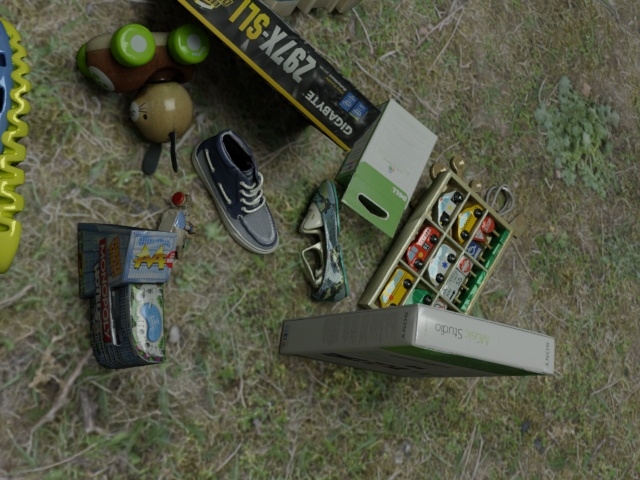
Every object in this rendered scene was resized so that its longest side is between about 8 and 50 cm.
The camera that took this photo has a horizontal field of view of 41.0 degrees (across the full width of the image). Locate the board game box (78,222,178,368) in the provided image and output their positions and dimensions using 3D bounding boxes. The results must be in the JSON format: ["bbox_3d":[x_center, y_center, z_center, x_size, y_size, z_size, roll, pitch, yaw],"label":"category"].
[{"bbox_3d":[-0.236,0.056,1.042,0.060,0.194,0.194,2,78,-33],"label":"board game box"}]

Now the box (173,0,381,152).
[{"bbox_3d":[-0.080,-0.269,1.179,0.322,0.257,0.079,40,93,-20],"label":"box"}]

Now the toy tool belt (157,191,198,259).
[{"bbox_3d":[-0.194,-0.020,1.180,0.051,0.052,0.083,42,59,-55],"label":"toy tool belt"}]

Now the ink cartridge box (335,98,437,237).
[{"bbox_3d":[0.098,-0.111,1.372,0.109,0.062,0.209,36,63,-21],"label":"ink cartridge box"}]

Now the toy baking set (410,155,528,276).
[{"bbox_3d":[0.267,-0.037,1.485,0.256,0.030,0.196,30,65,-24],"label":"toy baking set"}]

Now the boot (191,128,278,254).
[{"bbox_3d":[-0.108,-0.065,1.215,0.069,0.086,0.190,-42,103,-32],"label":"boot"}]

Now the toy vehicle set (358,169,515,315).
[{"bbox_3d":[0.193,0.041,1.388,0.166,0.035,0.267,39,73,-20],"label":"toy vehicle set"}]

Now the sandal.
[{"bbox_3d":[-0.420,-0.123,1.010,0.138,0.126,0.317,6,75,-28],"label":"sandal"}]

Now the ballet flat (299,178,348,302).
[{"bbox_3d":[0.000,0.000,1.289,0.070,0.070,0.188,-1,77,-33],"label":"ballet flat"}]

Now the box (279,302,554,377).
[{"bbox_3d":[0.122,0.144,1.177,0.232,0.322,0.058,16,75,-30],"label":"box"}]

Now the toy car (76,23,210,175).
[{"bbox_3d":[-0.228,-0.180,1.136,0.149,0.155,0.188,-10,98,-34],"label":"toy car"}]

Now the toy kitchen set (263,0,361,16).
[{"bbox_3d":[-0.004,-0.447,1.308,0.207,0.166,0.122,-20,69,-45],"label":"toy kitchen set"}]
